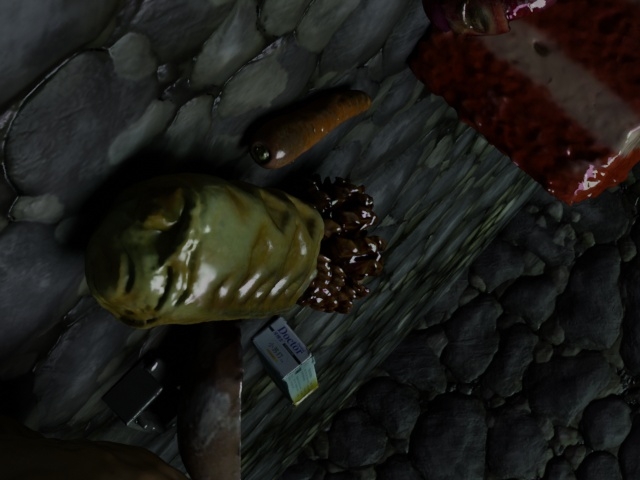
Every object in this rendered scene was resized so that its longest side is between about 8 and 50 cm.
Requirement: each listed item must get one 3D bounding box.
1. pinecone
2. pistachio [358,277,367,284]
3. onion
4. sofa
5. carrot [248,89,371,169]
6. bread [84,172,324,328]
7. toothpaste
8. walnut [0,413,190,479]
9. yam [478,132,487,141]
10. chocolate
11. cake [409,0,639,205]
[{"bbox_3d":[0.000,0.000,1.057,0.173,0.173,0.173,-44,165,-15],"label":"pinecone"},{"bbox_3d":[0.016,0.024,1.260,0.113,0.113,0.149,-41,149,-24],"label":"pistachio"},{"bbox_3d":[0.160,-0.276,0.878,0.150,0.150,0.140,-43,127,-20],"label":"onion"},{"bbox_3d":[-0.203,0.195,1.142,0.085,0.060,0.147,-46,165,-9],"label":"sofa"},{"bbox_3d":[-0.006,-0.120,0.929,0.191,0.047,0.047,-37,163,-48],"label":"carrot"},{"bbox_3d":[-0.100,0.010,0.822,0.152,0.130,0.267,-46,165,12],"label":"bread"},{"bbox_3d":[-0.056,0.213,1.561,0.071,0.089,0.313,-38,165,-10],"label":"toothpaste"},{"bbox_3d":[-0.259,0.317,0.782,0.381,0.381,0.381,-44,165,-15],"label":"walnut"},{"bbox_3d":[0.321,-0.269,1.437,0.061,0.061,0.274,-34,158,-43],"label":"yam"},{"bbox_3d":[-0.138,0.201,1.144,0.157,0.080,0.254,-98,-170,-55],"label":"chocolate"},{"bbox_3d":[0.324,-0.243,1.092,0.319,0.269,0.270,-52,165,22],"label":"cake"}]
